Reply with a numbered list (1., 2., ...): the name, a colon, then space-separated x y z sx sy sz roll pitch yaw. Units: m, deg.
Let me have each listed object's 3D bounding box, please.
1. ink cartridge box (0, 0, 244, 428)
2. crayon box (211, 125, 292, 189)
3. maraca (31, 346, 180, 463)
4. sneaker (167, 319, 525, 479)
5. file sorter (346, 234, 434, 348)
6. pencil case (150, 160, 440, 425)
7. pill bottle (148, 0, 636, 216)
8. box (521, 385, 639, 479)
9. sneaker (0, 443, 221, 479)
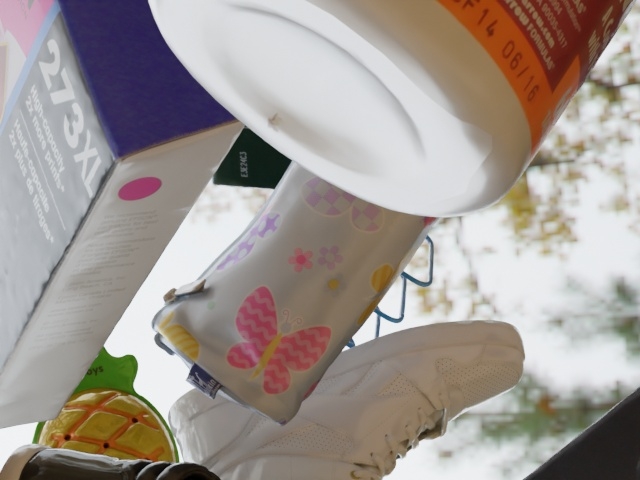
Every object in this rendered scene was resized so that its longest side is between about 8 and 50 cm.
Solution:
1. ink cartridge box: -0.130 -0.061 0.860 0.069 0.371 0.175 -7 -117 -33
2. crayon box: -0.014 -0.194 1.511 0.323 0.083 0.203 -53 -36 -61
3. maraca: -0.193 0.175 1.508 0.127 0.099 0.185 -13 -113 -17
4. sneaker: 0.044 0.170 1.346 0.108 0.293 0.169 89 162 -52
5. file sorter: 0.007 0.051 1.455 0.104 0.170 0.118 34 -158 -9
6. pencil case: 0.000 0.000 1.238 0.273 0.124 0.113 -52 -15 -4
7. pill bottle: 0.056 -0.125 0.503 0.121 0.121 0.221 47 -112 -33
8. box: 0.179 0.305 0.886 0.343 0.312 0.179 55 -169 34
9. sneaker: -0.102 0.243 1.250 0.295 0.147 0.104 55 -133 -48
